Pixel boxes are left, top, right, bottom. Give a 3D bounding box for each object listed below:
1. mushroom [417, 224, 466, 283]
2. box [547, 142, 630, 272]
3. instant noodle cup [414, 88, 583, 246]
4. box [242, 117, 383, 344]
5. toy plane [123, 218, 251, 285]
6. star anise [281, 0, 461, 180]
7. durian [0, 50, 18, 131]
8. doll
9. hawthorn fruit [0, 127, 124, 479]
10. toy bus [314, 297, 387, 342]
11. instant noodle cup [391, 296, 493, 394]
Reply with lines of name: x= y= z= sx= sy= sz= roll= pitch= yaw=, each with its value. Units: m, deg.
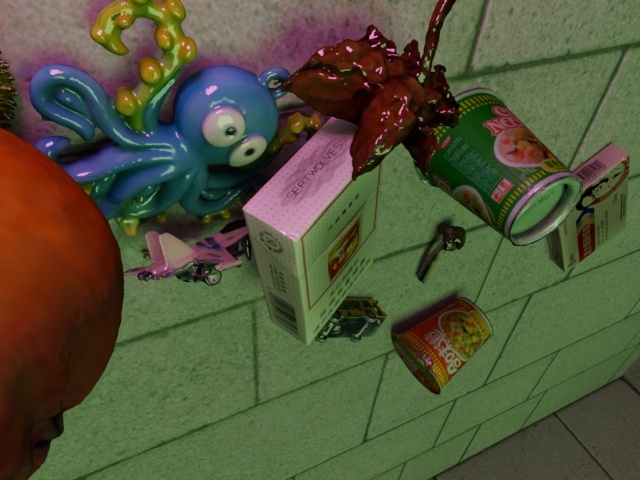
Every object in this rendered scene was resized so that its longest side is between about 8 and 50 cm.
mushroom: x=0.262 y=0.032 z=1.179 sx=0.060 sy=0.061 sz=0.187 roll=5 pitch=139 yaw=-22
box: x=0.694 y=-0.069 z=1.373 sx=0.214 sy=0.069 sz=0.353 roll=-38 pitch=139 yaw=3
instant noodle cup: x=0.310 y=-0.114 z=0.913 sx=0.207 sy=0.232 sz=0.207 roll=-20 pitch=140 yaw=-18
box: x=-0.001 y=0.000 z=0.818 sx=0.210 sy=0.095 sz=0.330 roll=-50 pitch=156 yaw=-26
toy plane: x=-0.153 y=0.017 z=0.790 sx=0.262 sy=0.192 sz=0.088 roll=-13 pitch=103 yaw=-46
star anise: x=0.090 y=-0.225 z=0.656 sx=0.237 sy=0.148 sz=0.346 roll=19 pitch=84 yaw=-10
durian: x=-0.366 y=-0.158 z=0.510 sx=0.100 sy=0.086 sz=0.215 roll=-13 pitch=140 yaw=-5
doll: x=-0.178 y=-0.117 z=0.663 sx=0.341 sy=0.099 sz=0.346 roll=-38 pitch=145 yaw=3
hawthorn fruit: x=-0.418 y=0.078 z=0.444 sx=0.472 sy=0.471 sz=0.471 roll=-20 pitch=139 yaw=-19
toy bus: x=0.038 y=0.170 z=1.131 sx=0.226 sy=0.074 sz=0.081 roll=5 pitch=125 yaw=-39
instant noodle cup: x=0.323 y=0.256 z=1.357 sx=0.212 sy=0.193 sz=0.193 roll=-34 pitch=142 yaw=-13
